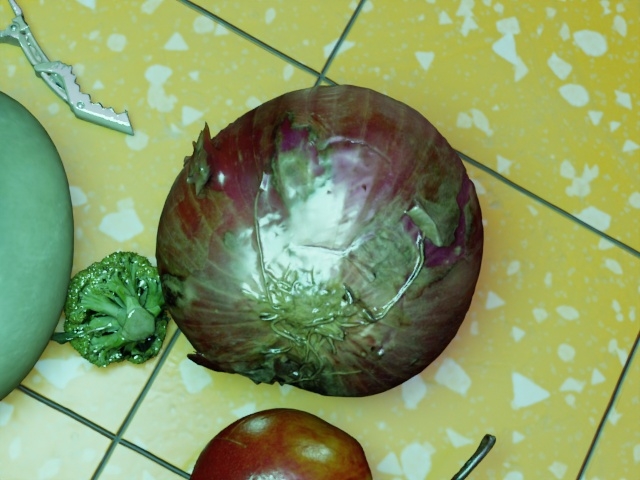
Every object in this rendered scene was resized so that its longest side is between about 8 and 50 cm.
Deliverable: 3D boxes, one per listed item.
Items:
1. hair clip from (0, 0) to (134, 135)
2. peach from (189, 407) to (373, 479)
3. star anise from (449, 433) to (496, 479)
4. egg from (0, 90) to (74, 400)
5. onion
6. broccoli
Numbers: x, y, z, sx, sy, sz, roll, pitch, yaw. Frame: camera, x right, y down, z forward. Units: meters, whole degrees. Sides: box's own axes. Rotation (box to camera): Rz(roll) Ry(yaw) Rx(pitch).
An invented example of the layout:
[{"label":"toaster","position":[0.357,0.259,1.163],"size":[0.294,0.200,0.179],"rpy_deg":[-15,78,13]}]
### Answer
[{"label":"hair clip","position":[-0.312,-0.190,1.295],"size":[0.072,0.034,0.226],"rpy_deg":[-44,89,-13]},{"label":"peach","position":[-0.052,0.268,1.157],"size":[0.197,0.197,0.197],"rpy_deg":[2,77,-10]},{"label":"star anise","position":[0.104,0.327,1.210],"size":[0.234,0.177,0.073],"rpy_deg":[-24,41,-30]},{"label":"egg","position":[-0.378,0.014,1.111],"size":[0.259,0.258,0.352],"rpy_deg":[6,93,-9]},{"label":"onion","position":[-0.004,0.002,1.163],"size":[0.354,0.353,0.353],"rpy_deg":[2,77,-10]},{"label":"broccoli","position":[-0.217,0.077,1.205],"size":[0.131,0.120,0.130],"rpy_deg":[36,81,-32]}]
